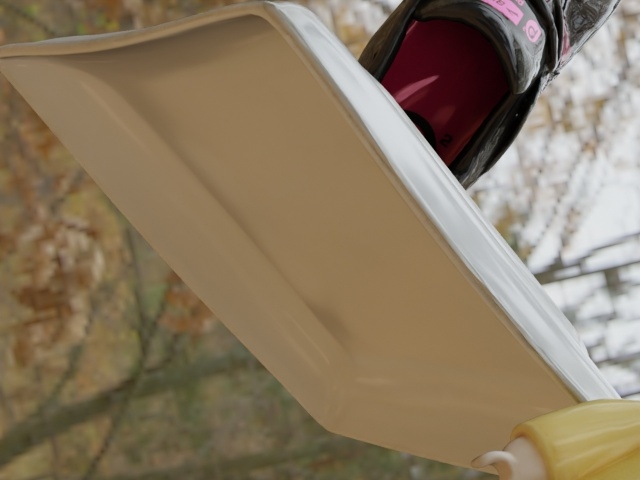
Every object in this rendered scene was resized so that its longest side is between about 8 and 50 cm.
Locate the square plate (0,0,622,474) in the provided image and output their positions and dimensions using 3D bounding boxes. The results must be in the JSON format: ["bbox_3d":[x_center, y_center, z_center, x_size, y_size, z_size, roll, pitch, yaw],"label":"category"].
[{"bbox_3d":[0.000,0.000,1.017,0.344,0.049,0.347,49,-22,-23],"label":"square plate"}]

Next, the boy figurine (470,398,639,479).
[{"bbox_3d":[0.154,0.153,0.860,0.177,0.285,0.092,57,-13,0],"label":"boy figurine"}]

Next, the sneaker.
[{"bbox_3d":[0.161,-0.193,1.517,0.483,0.185,0.202,-59,-170,-3],"label":"sneaker"}]
